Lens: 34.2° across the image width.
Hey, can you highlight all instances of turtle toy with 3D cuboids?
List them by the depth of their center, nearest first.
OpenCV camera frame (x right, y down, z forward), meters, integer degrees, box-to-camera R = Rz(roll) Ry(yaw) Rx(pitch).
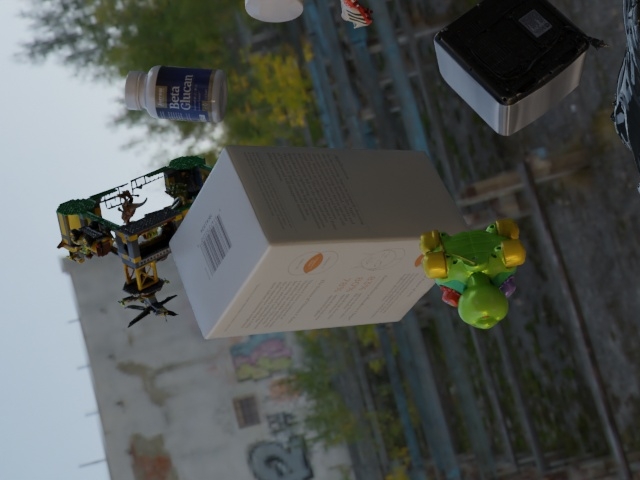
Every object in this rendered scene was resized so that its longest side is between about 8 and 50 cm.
[{"bbox_3d":[0.143,0.032,0.956,0.130,0.095,0.066,-85,-16,-66],"label":"turtle toy"}]

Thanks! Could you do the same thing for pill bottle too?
[{"bbox_3d":[-0.071,-0.462,1.643,0.121,0.121,0.216,62,-153,-73],"label":"pill bottle"},{"bbox_3d":[-0.254,-0.260,1.837,0.094,0.169,0.094,4,-90,-86],"label":"pill bottle"}]

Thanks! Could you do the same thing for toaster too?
[{"bbox_3d":[0.283,-0.262,1.500,0.186,0.168,0.110,49,171,24],"label":"toaster"}]

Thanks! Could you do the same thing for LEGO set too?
[{"bbox_3d":[-0.241,0.013,1.649,0.331,0.254,0.192,-32,-53,-44],"label":"LEGO set"}]

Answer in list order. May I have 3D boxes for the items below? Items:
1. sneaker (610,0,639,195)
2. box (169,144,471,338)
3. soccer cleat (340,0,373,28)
[{"bbox_3d":[0.343,-0.162,1.061,0.130,0.109,0.287,178,86,-75],"label":"sneaker"},{"bbox_3d":[0.000,0.000,1.454,0.215,0.345,0.168,-53,50,40],"label":"box"},{"bbox_3d":[0.038,-0.310,1.383,0.083,0.035,0.029,35,-136,-48],"label":"soccer cleat"}]
